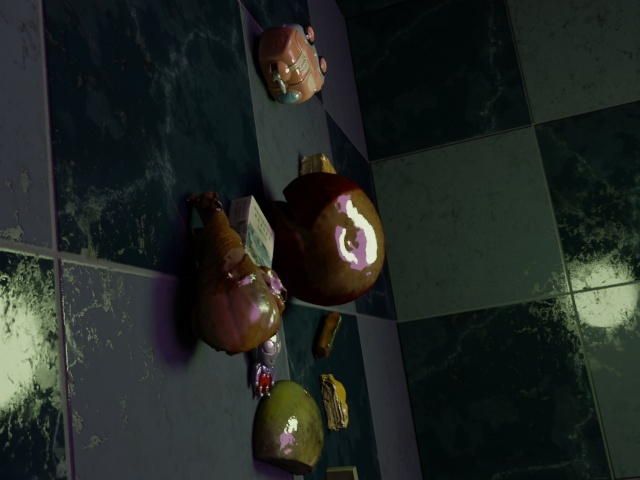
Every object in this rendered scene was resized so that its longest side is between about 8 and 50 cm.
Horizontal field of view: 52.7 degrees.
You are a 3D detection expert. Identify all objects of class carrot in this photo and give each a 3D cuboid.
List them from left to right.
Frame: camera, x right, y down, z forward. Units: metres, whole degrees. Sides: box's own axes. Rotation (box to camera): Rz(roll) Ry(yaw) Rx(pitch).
[{"bbox_3d":[0.026,0.330,2.276,0.260,0.070,0.070,-64,140,-65],"label":"carrot"}]

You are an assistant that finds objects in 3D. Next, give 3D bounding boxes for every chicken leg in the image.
[{"bbox_3d":[-0.195,0.072,1.462,0.295,0.182,0.410,16,45,-54],"label":"chicken leg"}]

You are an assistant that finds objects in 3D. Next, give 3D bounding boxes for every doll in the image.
[{"bbox_3d":[-0.145,0.285,1.666,0.102,0.075,0.228,25,66,-60],"label":"doll"}]

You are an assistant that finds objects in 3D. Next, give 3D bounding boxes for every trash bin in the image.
[{"bbox_3d":[0.069,0.753,2.058,0.043,0.092,0.061,13,66,-72],"label":"trash bin"}]

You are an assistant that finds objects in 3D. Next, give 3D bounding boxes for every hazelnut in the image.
[{"bbox_3d":[0.000,0.000,1.959,0.359,0.359,0.410,-25,99,-75],"label":"hazelnut"}]

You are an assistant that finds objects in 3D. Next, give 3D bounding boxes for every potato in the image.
[{"bbox_3d":[-0.080,0.511,1.669,0.255,0.112,0.270,-3,80,-74],"label":"potato"}]

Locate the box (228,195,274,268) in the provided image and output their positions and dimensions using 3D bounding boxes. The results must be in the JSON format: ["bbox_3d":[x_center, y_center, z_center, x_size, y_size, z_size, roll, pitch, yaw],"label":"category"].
[{"bbox_3d":[-0.188,0.031,1.698,0.164,0.069,0.257,63,21,-45],"label":"box"}]

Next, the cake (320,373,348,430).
[{"bbox_3d":[0.047,0.536,2.177,0.116,0.079,0.185,64,24,-50],"label":"cake"}]

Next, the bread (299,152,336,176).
[{"bbox_3d":[0.003,-0.175,2.484,0.239,0.110,0.246,55,30,-50],"label":"bread"}]

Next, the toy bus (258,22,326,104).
[{"bbox_3d":[-0.108,-0.603,2.261,0.288,0.194,0.232,64,28,-44],"label":"toy bus"}]
